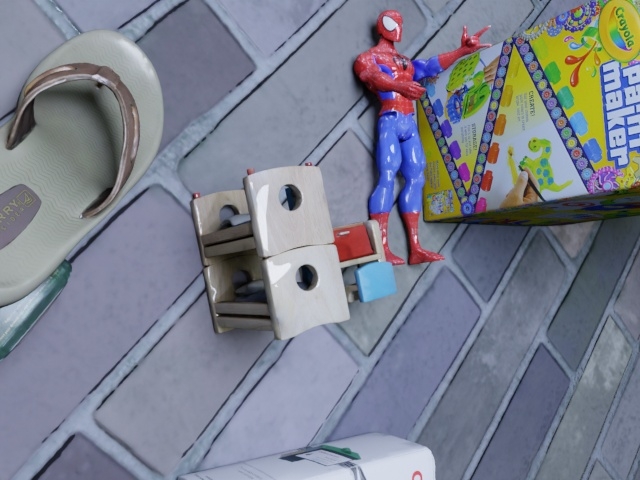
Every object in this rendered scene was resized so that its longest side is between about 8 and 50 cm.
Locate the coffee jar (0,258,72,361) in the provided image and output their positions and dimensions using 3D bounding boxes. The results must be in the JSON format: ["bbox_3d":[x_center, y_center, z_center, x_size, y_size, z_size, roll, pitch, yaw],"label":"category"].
[{"bbox_3d":[-0.267,-0.001,0.378,0.184,0.079,0.096,45,58,-23],"label":"coffee jar"}]

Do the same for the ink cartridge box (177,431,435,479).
[{"bbox_3d":[-0.004,0.274,0.516,0.219,0.092,0.160,1,85,-34],"label":"ink cartridge box"}]

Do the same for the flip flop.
[{"bbox_3d":[-0.174,-0.071,0.404,0.112,0.080,0.277,41,36,-21],"label":"flip flop"}]

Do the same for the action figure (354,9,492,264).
[{"bbox_3d":[0.106,-0.118,0.610,0.091,0.139,0.280,-4,85,-35],"label":"action figure"}]

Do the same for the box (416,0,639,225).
[{"bbox_3d":[0.312,-0.118,0.655,0.290,0.279,0.177,0,85,-34],"label":"box"}]

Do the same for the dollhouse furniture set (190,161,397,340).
[{"bbox_3d":[0.000,0.000,0.525,0.184,0.129,0.129,-12,92,-33],"label":"dollhouse furniture set"}]
